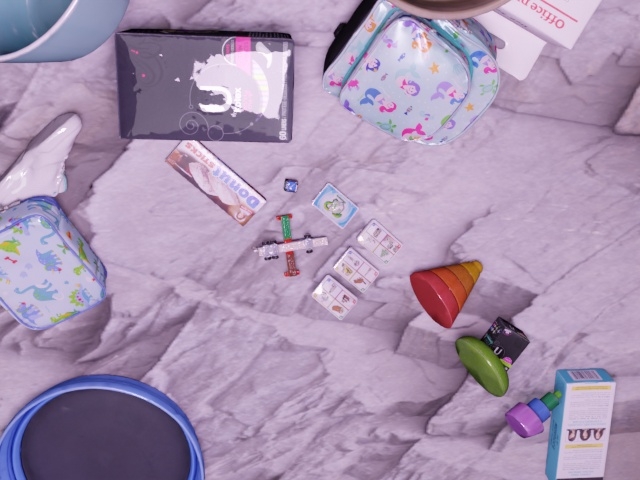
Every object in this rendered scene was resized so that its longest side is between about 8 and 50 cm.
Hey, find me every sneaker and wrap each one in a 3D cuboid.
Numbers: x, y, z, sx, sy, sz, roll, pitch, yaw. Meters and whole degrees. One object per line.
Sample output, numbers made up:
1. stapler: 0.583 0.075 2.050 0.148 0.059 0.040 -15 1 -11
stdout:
1. sneaker: -0.457 -0.123 1.283 0.212 0.080 0.094 -41 118 17

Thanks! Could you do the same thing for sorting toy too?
1. sorting toy: 0.316 0.178 1.383 0.126 0.127 0.365 -35 87 -14

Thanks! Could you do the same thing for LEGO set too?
1. LEGO set: 0.000 0.000 1.375 0.244 0.060 0.182 39 90 -16

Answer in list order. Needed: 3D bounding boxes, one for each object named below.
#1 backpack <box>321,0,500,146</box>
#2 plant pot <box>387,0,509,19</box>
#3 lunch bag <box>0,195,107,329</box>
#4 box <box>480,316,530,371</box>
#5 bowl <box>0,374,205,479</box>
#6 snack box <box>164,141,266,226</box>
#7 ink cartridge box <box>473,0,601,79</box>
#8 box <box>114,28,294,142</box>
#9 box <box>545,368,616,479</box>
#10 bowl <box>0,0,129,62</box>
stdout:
1. backpack: 0.155 -0.270 1.207 0.254 0.191 0.225 27 127 -20
2. plant pot: 0.156 -0.505 1.063 0.323 0.280 0.323 -4 121 -7
3. lunch bag: -0.485 0.041 1.297 0.176 0.090 0.219 -27 126 4
4. box: 0.345 0.200 1.448 0.062 0.052 0.083 32 103 -13
5. bowl: -0.417 0.435 1.463 0.391 0.077 0.391 -1 109 -3
6. snack box: -0.181 -0.105 1.326 0.178 0.022 0.064 41 100 -15
7. ink cartridge box: 0.352 -0.444 1.198 0.207 0.119 0.353 25 106 -12
8. box: -0.178 -0.249 1.214 0.270 0.143 0.165 0 108 -3
9. box: 0.515 0.377 1.515 0.101 0.060 0.244 -1 109 -3
10. bowl: -0.398 -0.388 1.107 0.312 0.163 0.311 -2 84 23
